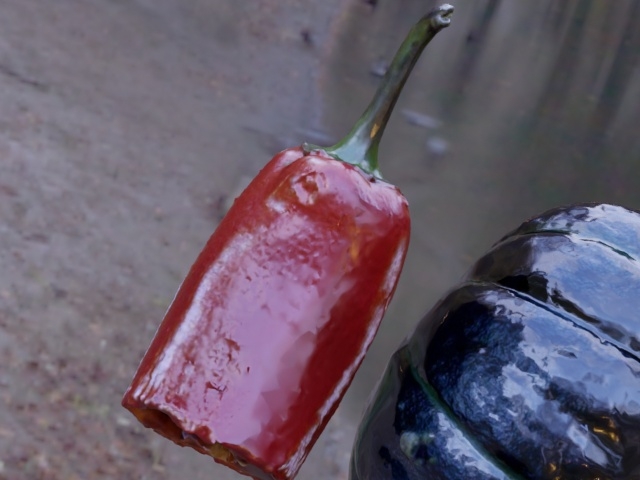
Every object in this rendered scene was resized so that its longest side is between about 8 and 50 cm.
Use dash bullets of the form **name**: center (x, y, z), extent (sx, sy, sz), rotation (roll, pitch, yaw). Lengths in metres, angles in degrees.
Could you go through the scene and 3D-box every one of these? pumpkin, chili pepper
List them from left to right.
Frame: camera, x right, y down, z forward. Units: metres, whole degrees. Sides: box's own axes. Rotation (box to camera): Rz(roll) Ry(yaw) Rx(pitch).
- **chili pepper**: center (-0.002, 0.000, 1.006), extent (0.135, 0.338, 0.131), rotation (18, -14, 35)
- **pumpkin**: center (0.191, 0.148, 1.101), extent (0.266, 0.363, 0.363), rotation (36, 27, 19)
